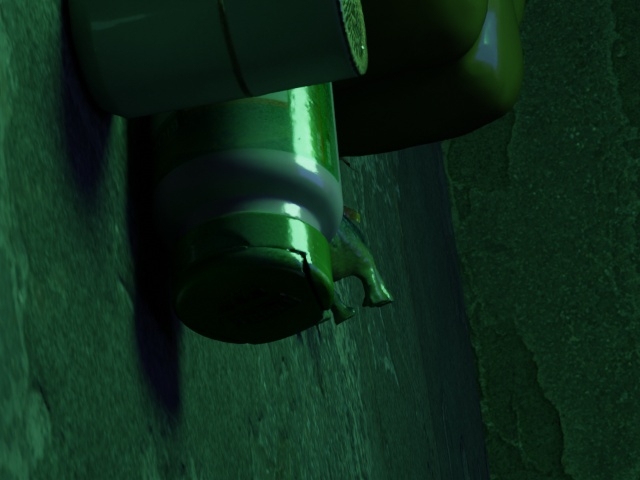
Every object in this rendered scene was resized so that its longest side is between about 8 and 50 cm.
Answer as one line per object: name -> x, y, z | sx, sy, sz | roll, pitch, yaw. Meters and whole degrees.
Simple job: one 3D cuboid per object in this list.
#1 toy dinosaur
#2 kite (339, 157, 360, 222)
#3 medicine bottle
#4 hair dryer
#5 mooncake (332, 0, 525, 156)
toy dinosaur -> 0.005, 0.010, 1.757 | 0.363, 0.076, 0.147 | -27, 94, -81
kite -> -0.012, -0.133, 1.973 | 0.360, 0.022, 0.204 | 54, 27, -61
medicine bottle -> -0.053, -0.069, 1.269 | 0.133, 0.133, 0.274 | 66, 15, -56
hair dryer -> -0.062, -0.226, 1.249 | 0.357, 0.173, 0.107 | -89, 167, -47
mooncake -> 0.035, -0.315, 1.718 | 0.467, 0.262, 0.467 | -9, 90, -79
